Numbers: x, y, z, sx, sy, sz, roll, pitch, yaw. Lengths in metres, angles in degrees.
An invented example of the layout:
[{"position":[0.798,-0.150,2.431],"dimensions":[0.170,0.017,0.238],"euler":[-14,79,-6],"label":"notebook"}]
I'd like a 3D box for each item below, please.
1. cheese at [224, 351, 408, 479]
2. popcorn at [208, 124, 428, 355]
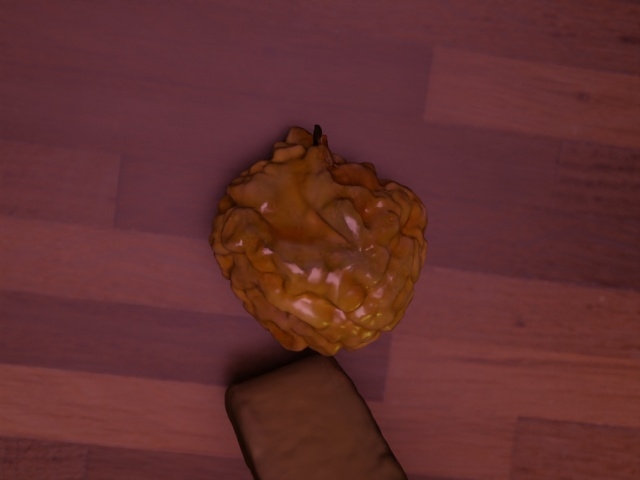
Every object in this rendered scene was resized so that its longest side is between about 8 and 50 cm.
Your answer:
[{"position":[0.049,0.316,0.806],"dimensions":[0.104,0.384,0.384],"euler":[-20,99,-11],"label":"cheese"},{"position":[0.000,0.000,0.819],"dimensions":[0.180,0.180,0.170],"euler":[16,120,-8],"label":"popcorn"}]
